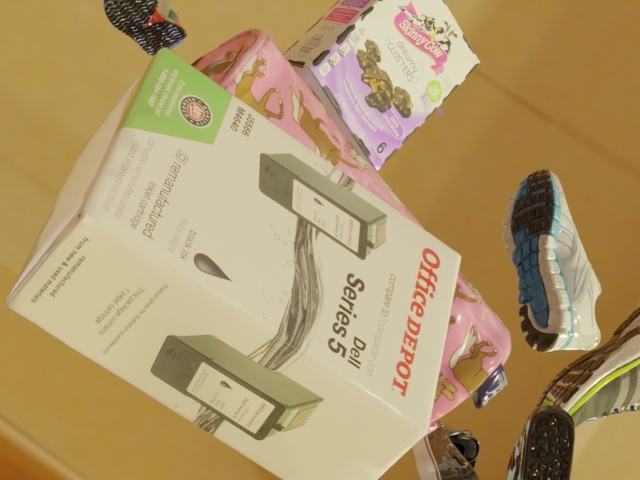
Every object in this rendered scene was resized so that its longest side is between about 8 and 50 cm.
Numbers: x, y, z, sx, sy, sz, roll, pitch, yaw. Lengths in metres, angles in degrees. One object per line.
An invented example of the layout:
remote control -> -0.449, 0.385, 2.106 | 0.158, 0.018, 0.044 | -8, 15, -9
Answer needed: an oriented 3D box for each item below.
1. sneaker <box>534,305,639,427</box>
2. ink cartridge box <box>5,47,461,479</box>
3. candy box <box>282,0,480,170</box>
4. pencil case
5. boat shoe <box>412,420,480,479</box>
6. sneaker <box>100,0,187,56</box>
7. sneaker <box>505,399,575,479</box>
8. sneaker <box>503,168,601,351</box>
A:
sneaker -> 0.408, 0.196, 2.344 | 0.300, 0.121, 0.111 | -40, -171, 7
ink cartridge box -> -0.049, 0.027, 1.205 | 0.115, 0.273, 0.198 | -46, -162, 37
candy box -> 0.072, -0.209, 2.052 | 0.196, 0.165, 0.070 | -47, -147, -17
pencil case -> 0.000, 0.000, 1.505 | 0.160, 0.386, 0.167 | -40, -163, -2
boat shoe -> 0.150, 0.252, 2.048 | 0.076, 0.080, 0.228 | -20, -172, 4
sneaker -> -0.188, -0.246, 1.741 | 0.057, 0.075, 0.161 | -31, 156, 5
sneaker -> 0.270, 0.317, 2.195 | 0.097, 0.084, 0.234 | 126, -19, -81
sneaker -> 0.232, 0.023, 1.703 | 0.071, 0.083, 0.190 | -28, -123, 48
